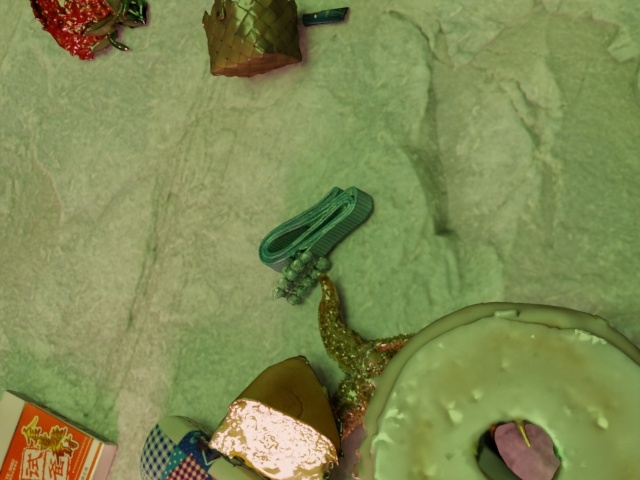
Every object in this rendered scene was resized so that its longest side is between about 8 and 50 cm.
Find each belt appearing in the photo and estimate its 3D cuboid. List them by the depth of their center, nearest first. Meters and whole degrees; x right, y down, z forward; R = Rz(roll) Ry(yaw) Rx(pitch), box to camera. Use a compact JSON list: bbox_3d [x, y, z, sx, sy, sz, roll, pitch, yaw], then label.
[{"bbox_3d":[-0.003,-0.002,1.854,0.179,0.065,0.100,-38,53,21],"label":"belt"}]

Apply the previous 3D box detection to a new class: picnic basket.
[{"bbox_3d":[-0.104,-0.332,1.943,0.137,0.128,0.179,-11,87,39],"label":"picnic basket"}]

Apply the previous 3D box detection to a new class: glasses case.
[{"bbox_3d":[-0.129,0.358,1.848,0.327,0.076,0.125,31,104,34],"label":"glasses case"}]

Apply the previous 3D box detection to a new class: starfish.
[{"bbox_3d":[0.095,0.199,1.740,0.293,0.084,0.302,4,78,34],"label":"starfish"}]

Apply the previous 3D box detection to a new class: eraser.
[{"bbox_3d":[-0.427,0.343,2.064,0.230,0.038,0.157,21,92,33],"label":"eraser"}]

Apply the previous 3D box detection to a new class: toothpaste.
[{"bbox_3d":[0.003,-0.322,1.940,0.083,0.019,0.027,-3,55,31],"label":"toothpaste"}]

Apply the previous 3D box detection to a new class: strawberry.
[{"bbox_3d":[-0.405,-0.405,2.161,0.286,0.106,0.188,29,95,33],"label":"strawberry"}]

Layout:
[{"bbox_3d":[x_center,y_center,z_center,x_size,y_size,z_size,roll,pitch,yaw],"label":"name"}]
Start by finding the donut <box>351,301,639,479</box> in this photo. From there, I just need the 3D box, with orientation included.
[{"bbox_3d":[0.230,0.258,1.546,0.382,0.142,0.383,-4,69,10],"label":"donut"}]

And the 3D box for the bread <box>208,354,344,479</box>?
[{"bbox_3d":[-0.033,0.250,1.774,0.160,0.169,0.140,37,124,9],"label":"bread"}]
